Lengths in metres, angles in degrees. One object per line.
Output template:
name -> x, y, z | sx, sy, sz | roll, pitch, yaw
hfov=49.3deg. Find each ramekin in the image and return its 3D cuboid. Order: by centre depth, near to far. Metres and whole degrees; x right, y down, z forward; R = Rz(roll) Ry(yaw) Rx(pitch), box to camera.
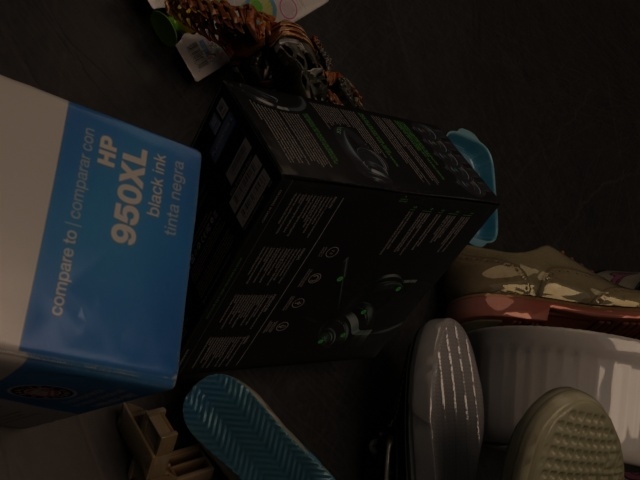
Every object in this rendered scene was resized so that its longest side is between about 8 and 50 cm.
ramekin -> 0.308, 0.205, 0.880 | 0.277, 0.277, 0.135 | 22, 69, -32

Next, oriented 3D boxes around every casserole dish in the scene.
casserole dish -> 0.216, -0.077, 1.051 | 0.114, 0.037, 0.189 | 15, 67, -36

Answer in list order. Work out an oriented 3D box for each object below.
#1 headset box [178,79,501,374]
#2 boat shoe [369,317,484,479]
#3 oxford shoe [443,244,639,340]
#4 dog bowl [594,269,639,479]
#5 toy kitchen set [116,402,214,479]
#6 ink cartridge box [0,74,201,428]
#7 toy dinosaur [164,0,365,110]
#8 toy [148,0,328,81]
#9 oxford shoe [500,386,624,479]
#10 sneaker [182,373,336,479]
headset box -> 0.000, 0.000, 0.688 | 0.283, 0.246, 0.131 | 3, 43, -38
boat shoe -> 0.106, 0.254, 0.788 | 0.121, 0.119, 0.335 | 23, 66, -44
oxford shoe -> 0.364, 0.071, 0.988 | 0.396, 0.140, 0.147 | 7, 59, -14
dog bowl -> 0.593, 0.234, 1.182 | 0.407, 0.150, 0.408 | 14, 67, -36
toy kitchen set -> -0.141, 0.181, 0.650 | 0.075, 0.083, 0.068 | -5, 37, -41
ink cartridge box -> -0.315, -0.002, 0.417 | 0.394, 0.285, 0.166 | 19, 62, -34
toy dinosaur -> -0.052, -0.171, 0.795 | 0.321, 0.164, 0.219 | 12, 60, -33
toy -> -0.109, -0.300, 0.844 | 0.237, 0.056, 0.137 | -43, 112, -34
oxford shoe -> 0.234, 0.322, 0.767 | 0.169, 0.130, 0.449 | -27, 128, -17
sneaker -> -0.042, 0.223, 0.671 | 0.087, 0.092, 0.229 | -35, 86, -8
